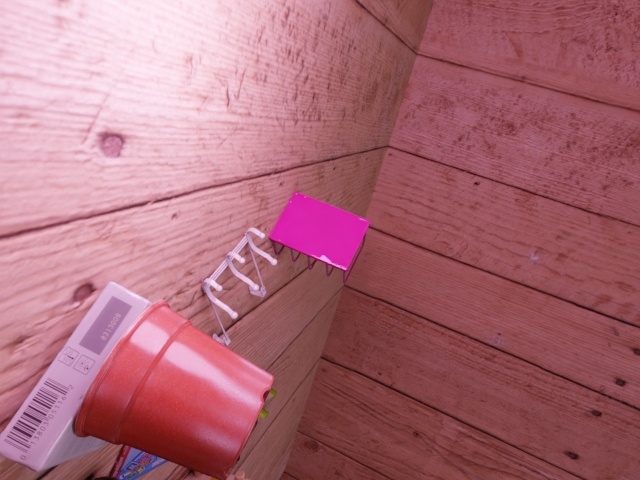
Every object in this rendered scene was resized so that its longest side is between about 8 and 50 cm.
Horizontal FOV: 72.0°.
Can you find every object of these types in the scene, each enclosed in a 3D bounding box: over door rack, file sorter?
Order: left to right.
[{"bbox_3d":[-0.231,0.152,1.328,0.239,0.108,0.324,-55,160,-39],"label":"over door rack"},{"bbox_3d":[0.000,0.000,1.574,0.182,0.291,0.202,86,29,-64],"label":"file sorter"}]

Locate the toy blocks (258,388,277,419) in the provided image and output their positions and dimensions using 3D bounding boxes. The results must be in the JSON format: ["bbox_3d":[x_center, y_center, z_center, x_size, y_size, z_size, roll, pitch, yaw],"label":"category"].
[{"bbox_3d":[-0.333,0.692,1.654,0.260,0.191,0.381,-57,165,4],"label":"toy blocks"}]

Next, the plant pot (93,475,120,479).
[{"bbox_3d":[-0.495,0.648,1.017,0.167,0.167,0.165,-50,150,-49],"label":"plant pot"}]

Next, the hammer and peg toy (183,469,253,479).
[{"bbox_3d":[-0.409,0.911,1.463,0.361,0.266,0.127,-36,126,-65],"label":"hammer and peg toy"}]

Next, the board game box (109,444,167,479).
[{"bbox_3d":[-0.473,0.582,1.235,0.281,0.027,0.144,44,67,-74],"label":"board game box"}]

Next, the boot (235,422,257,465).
[{"bbox_3d":[-0.364,0.888,1.928,0.236,0.085,0.178,-47,157,-38],"label":"boot"}]

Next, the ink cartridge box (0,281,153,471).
[{"bbox_3d":[-0.436,0.273,0.903,0.308,0.091,0.385,-63,-179,-21],"label":"ink cartridge box"}]

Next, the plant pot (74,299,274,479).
[{"bbox_3d":[-0.247,0.292,0.825,0.272,0.265,0.272,-63,179,-1],"label":"plant pot"}]
